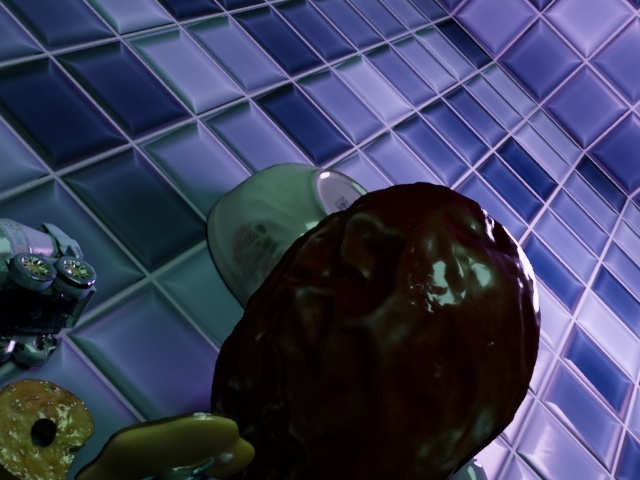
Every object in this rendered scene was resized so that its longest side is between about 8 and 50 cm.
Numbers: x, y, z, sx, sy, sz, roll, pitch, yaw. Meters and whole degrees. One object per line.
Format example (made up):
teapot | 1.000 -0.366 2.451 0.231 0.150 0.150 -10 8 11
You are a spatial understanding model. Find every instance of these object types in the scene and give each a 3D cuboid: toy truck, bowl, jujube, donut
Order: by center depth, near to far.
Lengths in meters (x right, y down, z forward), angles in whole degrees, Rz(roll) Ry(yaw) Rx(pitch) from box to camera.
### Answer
donut | -0.257 0.176 0.881 0.097 0.043 0.108 41 31 -7
toy truck | -0.326 0.030 0.924 0.256 0.108 0.140 11 31 -47
jujube | 0.050 0.127 0.984 0.276 0.377 0.276 23 38 -19
bowl | 0.000 0.000 1.318 0.277 0.145 0.277 33 30 -22

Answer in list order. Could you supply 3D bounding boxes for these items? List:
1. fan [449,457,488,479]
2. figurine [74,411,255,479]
fan | 0.164 0.269 1.217 0.074 0.130 0.244 -2 67 -47
figurine | -0.121 0.290 0.798 0.208 0.181 0.257 72 0 -53
